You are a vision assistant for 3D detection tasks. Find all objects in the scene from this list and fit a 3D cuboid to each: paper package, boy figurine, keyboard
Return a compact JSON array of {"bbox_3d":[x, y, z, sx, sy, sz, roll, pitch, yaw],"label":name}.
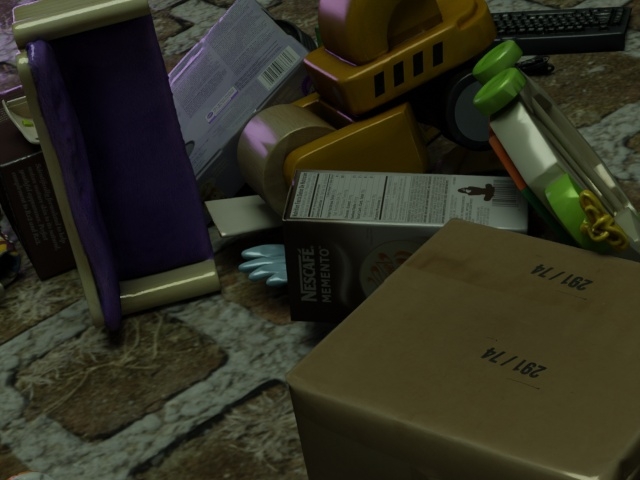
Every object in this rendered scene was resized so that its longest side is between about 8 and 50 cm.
[{"bbox_3d":[0.185,0.146,1.339,0.325,0.168,0.309,13,39,36],"label":"paper package"},{"bbox_3d":[0.222,-0.093,1.772,0.177,0.092,0.285,-1,36,23],"label":"boy figurine"},{"bbox_3d":[0.265,-0.279,2.103,0.317,0.033,0.201,-1,34,18],"label":"keyboard"}]

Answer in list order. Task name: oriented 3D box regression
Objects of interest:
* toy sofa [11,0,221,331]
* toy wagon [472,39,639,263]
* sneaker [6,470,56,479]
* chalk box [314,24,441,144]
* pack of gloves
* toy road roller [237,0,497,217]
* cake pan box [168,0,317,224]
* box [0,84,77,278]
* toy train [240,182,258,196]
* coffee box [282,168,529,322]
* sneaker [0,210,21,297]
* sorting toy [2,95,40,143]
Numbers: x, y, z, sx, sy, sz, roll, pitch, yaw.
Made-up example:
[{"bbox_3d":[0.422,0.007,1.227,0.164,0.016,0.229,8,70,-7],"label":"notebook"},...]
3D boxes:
[{"bbox_3d":[-0.221,-0.092,1.666,0.150,0.362,0.177,-15,26,-5],"label":"toy sofa"},{"bbox_3d":[0.252,-0.060,1.523,0.068,0.267,0.344,-38,12,18],"label":"toy wagon"},{"bbox_3d":[-0.288,0.307,1.319,0.121,0.099,0.262,17,43,31],"label":"sneaker"},{"bbox_3d":[0.088,-0.237,1.924,0.132,0.213,0.132,16,42,38],"label":"chalk box"},{"bbox_3d":[0.000,0.000,1.761,0.232,0.046,0.195,-10,31,-16],"label":"pack of gloves"},{"bbox_3d":[0.044,-0.190,1.720,0.330,0.240,0.202,-27,22,-8],"label":"toy road roller"},{"bbox_3d":[-0.120,-0.175,1.919,0.267,0.070,0.246,-48,36,5],"label":"cake pan box"},{"bbox_3d":[-0.319,-0.091,1.876,0.167,0.168,0.203,-21,33,-14],"label":"box"},{"bbox_3d":[-0.099,-0.084,1.924,0.036,0.027,0.158,-22,34,-21],"label":"toy train"},{"bbox_3d":[0.091,0.011,1.573,0.247,0.141,0.098,2,37,8],"label":"coffee box"},{"bbox_3d":[-0.401,0.015,1.845,0.084,0.069,0.185,1,39,4],"label":"sneaker"},{"bbox_3d":[-0.320,-0.141,1.760,0.083,0.045,0.075,-18,41,-8],"label":"sorting toy"}]
